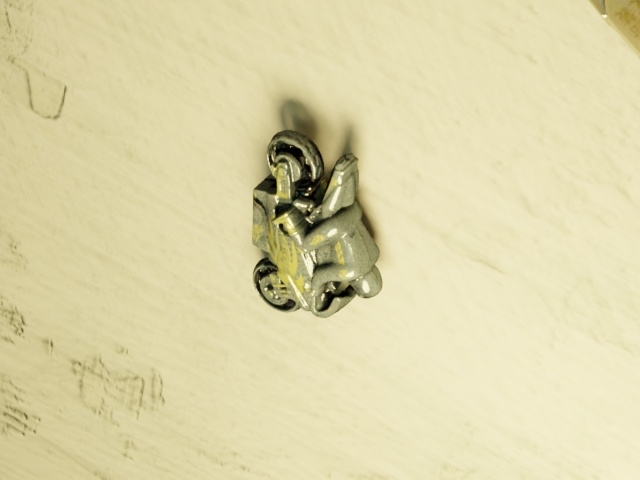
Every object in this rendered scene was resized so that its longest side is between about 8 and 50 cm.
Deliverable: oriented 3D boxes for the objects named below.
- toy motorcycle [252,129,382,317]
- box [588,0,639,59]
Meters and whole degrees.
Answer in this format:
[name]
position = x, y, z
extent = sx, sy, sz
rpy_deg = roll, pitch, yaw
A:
[toy motorcycle]
position = 0.000, 0.000, 1.639
extent = 0.124, 0.061, 0.193
rpy_deg = 28, 135, 21
[box]
position = 0.140, -0.297, 1.223
extent = 0.365, 0.204, 0.051
rpy_deg = 50, 137, -1
